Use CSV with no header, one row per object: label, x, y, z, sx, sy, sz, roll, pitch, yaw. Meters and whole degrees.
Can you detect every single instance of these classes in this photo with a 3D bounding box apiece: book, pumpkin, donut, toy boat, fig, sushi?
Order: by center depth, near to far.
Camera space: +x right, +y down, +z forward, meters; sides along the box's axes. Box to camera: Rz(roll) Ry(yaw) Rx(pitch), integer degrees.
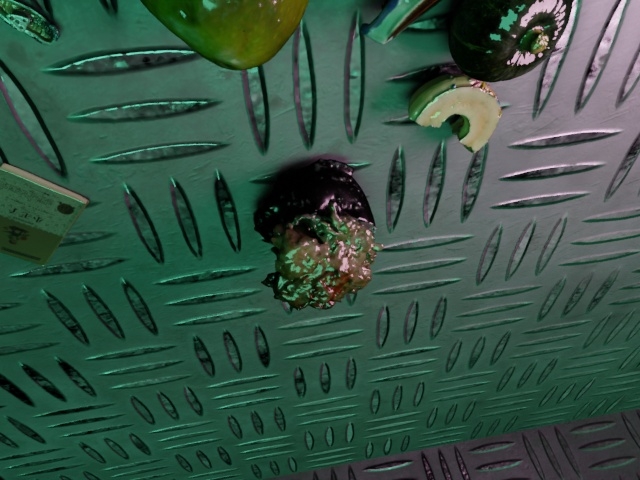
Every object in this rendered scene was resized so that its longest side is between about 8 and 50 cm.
fig,-0.072,-0.333,0.489,0.275,0.206,0.206,-45,130,12
toy boat,0.142,-0.364,0.551,0.262,0.114,0.115,-32,102,21
toy boat,-0.372,-0.276,0.565,0.083,0.038,0.038,27,125,-36
pumpkin,0.259,-0.299,0.624,0.167,0.125,0.167,0,150,0
donut,0.229,-0.221,0.744,0.166,0.065,0.108,20,128,-29
book,-0.519,-0.037,0.796,0.138,0.016,0.198,28,124,-35
sushi,0.001,0.004,0.816,0.238,0.219,0.225,-6,141,-7
